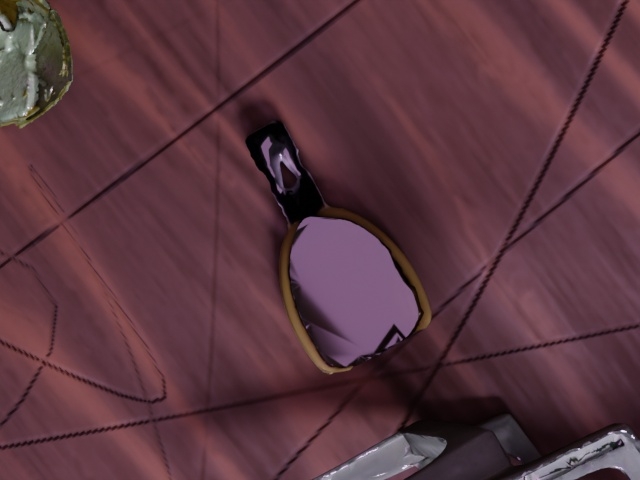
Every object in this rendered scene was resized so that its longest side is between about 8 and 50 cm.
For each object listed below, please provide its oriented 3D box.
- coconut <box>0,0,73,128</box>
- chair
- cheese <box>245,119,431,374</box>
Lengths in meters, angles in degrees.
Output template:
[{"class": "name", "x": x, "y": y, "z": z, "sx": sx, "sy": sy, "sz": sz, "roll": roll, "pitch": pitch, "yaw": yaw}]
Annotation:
[{"class": "coconut", "x": -0.231, "y": -0.120, "z": 1.161, "sx": 0.158, "sy": 0.055, "sz": 0.133, "roll": 1, "pitch": 97, "yaw": 1}, {"class": "chair", "x": 0.109, "y": 0.192, "z": 1.101, "sx": 0.275, "sy": 0.203, "sz": 0.190, "roll": -29, "pitch": 94, "yaw": -13}, {"class": "cheese", "x": 0.000, "y": 0.000, "z": 1.180, "sx": 0.086, "sy": 0.036, "sz": 0.162, "roll": -28, "pitch": 96, "yaw": 9}]
